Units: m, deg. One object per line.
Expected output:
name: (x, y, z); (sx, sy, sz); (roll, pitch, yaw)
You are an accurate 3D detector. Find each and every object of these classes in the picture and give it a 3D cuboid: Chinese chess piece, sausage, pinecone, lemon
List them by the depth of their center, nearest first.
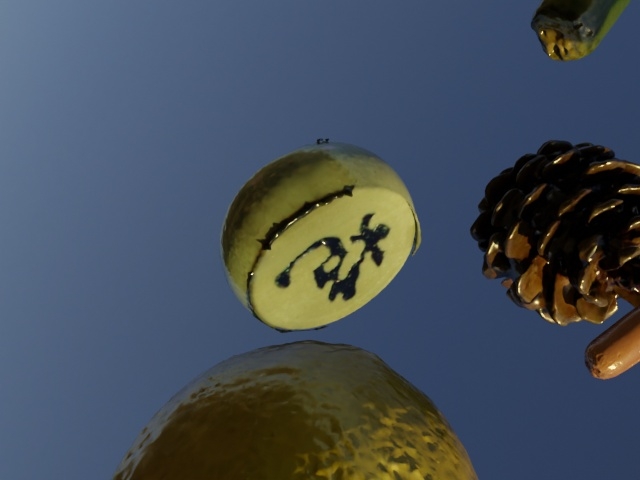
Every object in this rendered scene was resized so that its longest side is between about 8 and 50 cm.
lemon: (-0.016, 0.187, 0.422); (0.236, 0.236, 0.263); (-45, -131, 27)
sausage: (0.238, 0.075, 0.588); (0.083, 0.034, 0.034); (-35, -136, -8)
pinecone: (0.258, 0.001, 0.772); (0.179, 0.184, 0.204); (-46, -125, 1)
Chinese chess piece: (0.000, 0.000, 1.325); (0.349, 0.349, 0.146); (-52, -131, 21)

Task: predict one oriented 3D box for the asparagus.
asparagus: (0.277, -0.271, 0.667); (0.067, 0.060, 0.277); (34, -103, 9)
